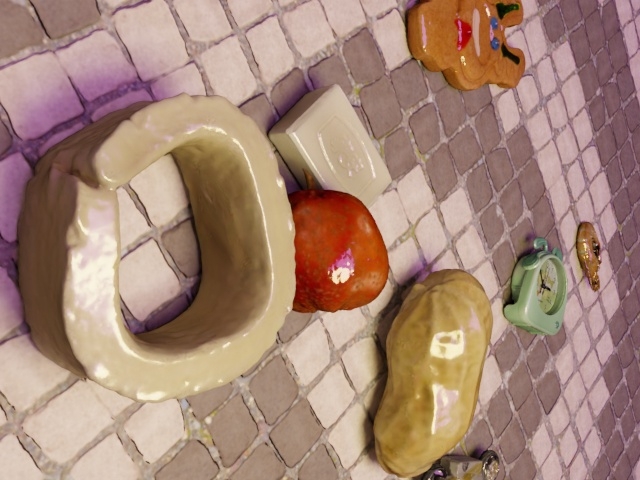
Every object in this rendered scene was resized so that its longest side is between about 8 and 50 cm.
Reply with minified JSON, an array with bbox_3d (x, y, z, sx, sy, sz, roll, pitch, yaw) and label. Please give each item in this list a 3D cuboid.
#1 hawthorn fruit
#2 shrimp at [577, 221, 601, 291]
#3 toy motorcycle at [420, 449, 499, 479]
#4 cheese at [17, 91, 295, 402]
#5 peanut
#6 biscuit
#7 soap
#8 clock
[{"bbox_3d":[0.000,0.000,0.956,0.179,0.179,0.200,2,77,-42],"label":"hawthorn fruit"},{"bbox_3d":[0.617,0.036,1.610,0.095,0.045,0.162,-25,103,-61],"label":"shrimp"},{"bbox_3d":[0.248,0.460,1.257,0.225,0.073,0.152,4,91,-43],"label":"toy motorcycle"},{"bbox_3d":[-0.180,0.002,0.799,0.292,0.153,0.332,-12,98,-42],"label":"cheese"},{"bbox_3d":[0.185,0.212,1.138,0.174,0.158,0.340,4,92,-63],"label":"peanut"},{"bbox_3d":[0.279,-0.373,1.273,0.334,0.047,0.202,-11,101,-42],"label":"biscuit"},{"bbox_3d":[0.018,-0.123,1.037,0.121,0.064,0.183,-50,121,-27],"label":"soap"},{"bbox_3d":[0.446,0.093,1.434,0.148,0.060,0.188,29,72,-38],"label":"clock"}]
